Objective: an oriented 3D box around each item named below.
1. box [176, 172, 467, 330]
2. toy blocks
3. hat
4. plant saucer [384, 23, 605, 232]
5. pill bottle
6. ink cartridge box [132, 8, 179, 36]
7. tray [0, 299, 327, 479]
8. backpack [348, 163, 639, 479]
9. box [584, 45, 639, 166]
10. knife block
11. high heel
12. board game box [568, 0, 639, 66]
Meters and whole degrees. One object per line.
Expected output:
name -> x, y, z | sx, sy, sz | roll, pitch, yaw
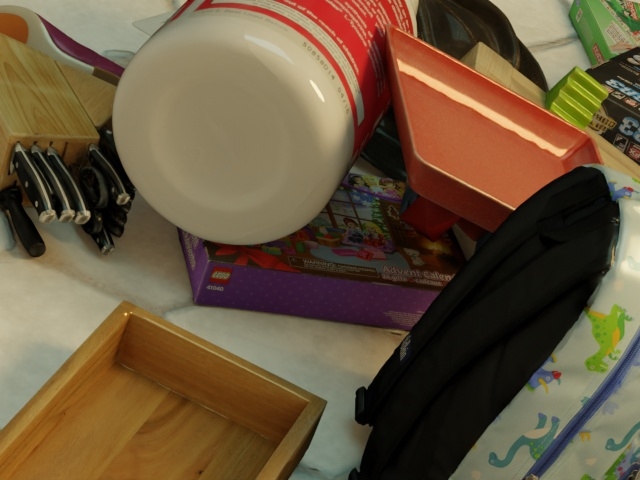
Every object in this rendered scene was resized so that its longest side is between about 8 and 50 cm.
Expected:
box -> 0.000, 0.000, 1.938 | 0.293, 0.057, 0.201 | 8, 33, -21
toy blocks -> 0.234, -0.031, 1.994 | 0.381, 0.191, 0.261 | 36, 33, -15
hat -> 0.131, -0.220, 2.188 | 0.331, 0.134, 0.331 | 8, 56, -11
plant saucer -> 0.168, -0.073, 1.795 | 0.259, 0.047, 0.258 | 26, 28, -21
pill bottle -> -0.034, -0.181, 1.917 | 0.229, 0.229, 0.407 | 24, 33, 5
ink cartridge box -> -0.117, -0.180, 2.138 | 0.198, 0.067, 0.115 | 38, 35, 23
tray -> -0.163, 0.209, 1.509 | 0.203, 0.076, 0.411 | 26, 33, 8
backpack -> 0.202, 0.102, 1.617 | 0.273, 0.355, 0.290 | 19, 31, -6
box -> 0.478, -0.137, 2.316 | 0.295, 0.073, 0.293 | 32, 34, 23
knife block -> -0.299, -0.093, 1.875 | 0.276, 0.088, 0.242 | 26, 31, 6
high heel -> -0.269, -0.184, 2.072 | 0.244, 0.082, 0.117 | 22, -4, 29
board game box -> 0.473, -0.228, 2.578 | 0.213, 0.046, 0.317 | 11, 33, -14
